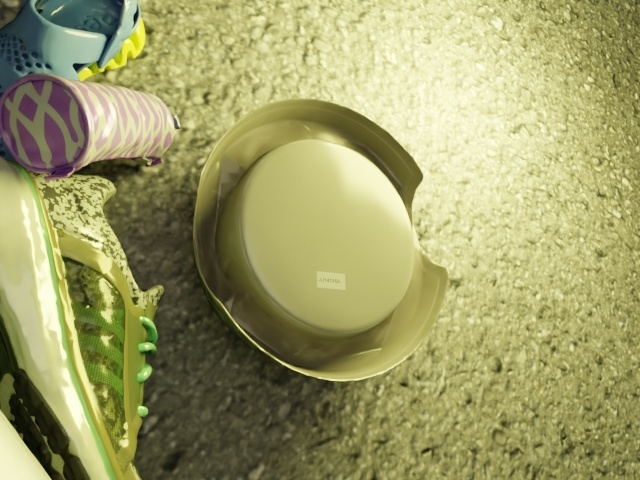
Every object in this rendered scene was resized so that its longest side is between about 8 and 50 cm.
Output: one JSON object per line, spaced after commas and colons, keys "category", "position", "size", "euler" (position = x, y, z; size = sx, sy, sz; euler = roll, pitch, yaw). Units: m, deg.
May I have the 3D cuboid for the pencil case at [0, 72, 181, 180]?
{"category": "pencil case", "position": [-0.219, -0.112, 0.479], "size": [0.086, 0.206, 0.088], "euler": [-4, 101, 7]}

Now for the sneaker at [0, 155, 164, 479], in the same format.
{"category": "sneaker", "position": [-0.204, 0.103, 0.453], "size": [0.182, 0.158, 0.410], "euler": [-20, 94, -55]}

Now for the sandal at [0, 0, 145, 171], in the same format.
{"category": "sandal", "position": [-0.292, -0.192, 0.492], "size": [0.126, 0.138, 0.317], "euler": [33, 63, -19]}

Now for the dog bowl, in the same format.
{"category": "dog bowl", "position": [0.000, 0.000, 0.613], "size": [0.348, 0.102, 0.349], "euler": [9, 71, -26]}

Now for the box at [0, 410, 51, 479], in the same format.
{"category": "box", "position": [-0.313, 0.197, 0.266], "size": [0.322, 0.058, 0.232], "euler": [-34, 92, 3]}
